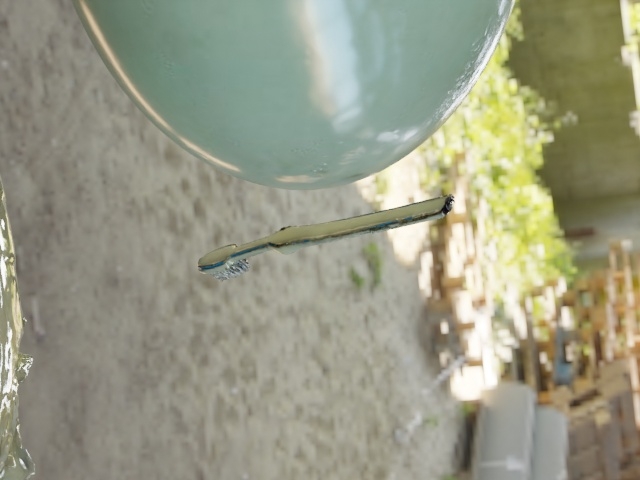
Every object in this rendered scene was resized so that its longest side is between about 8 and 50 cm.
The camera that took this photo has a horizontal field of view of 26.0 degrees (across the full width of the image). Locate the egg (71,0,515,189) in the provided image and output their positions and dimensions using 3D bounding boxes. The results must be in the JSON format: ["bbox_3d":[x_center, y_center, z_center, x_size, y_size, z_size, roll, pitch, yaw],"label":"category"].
[{"bbox_3d":[-0.018,-0.212,0.768,0.276,0.276,0.388,-69,156,-62],"label":"egg"}]

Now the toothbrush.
[{"bbox_3d":[-0.003,-0.003,1.146,0.028,0.294,0.026,41,53,-28],"label":"toothbrush"}]

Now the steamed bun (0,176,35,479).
[{"bbox_3d":[-0.161,0.008,0.403,0.170,0.153,0.238,-44,-128,56],"label":"steamed bun"}]
